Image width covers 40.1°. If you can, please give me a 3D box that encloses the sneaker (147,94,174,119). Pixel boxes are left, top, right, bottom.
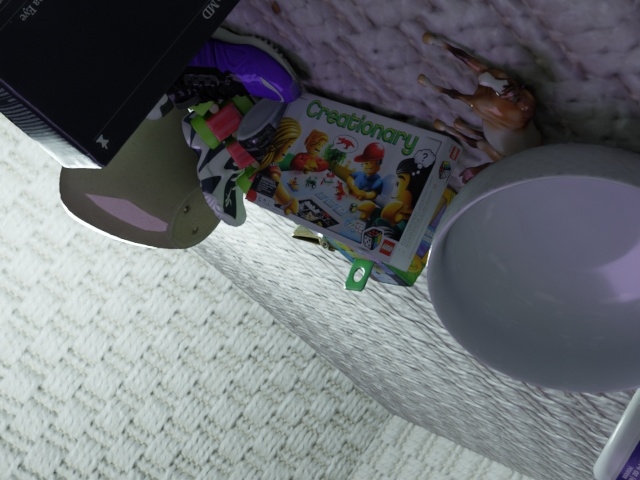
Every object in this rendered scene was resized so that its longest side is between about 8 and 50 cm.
[{"bbox_3d":[-0.486,-0.297,1.508,0.447,0.257,0.169,38,173,-25],"label":"sneaker"}]

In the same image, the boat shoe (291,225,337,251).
[{"bbox_3d":[-0.001,-0.001,2.022,0.153,0.048,0.056,27,164,33],"label":"boat shoe"}]

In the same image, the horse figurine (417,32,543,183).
[{"bbox_3d":[0.201,-0.140,1.040,0.174,0.066,0.263,34,165,35],"label":"horse figurine"}]

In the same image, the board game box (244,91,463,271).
[{"bbox_3d":[0.040,-0.096,1.293,0.305,0.193,0.053,24,179,39],"label":"board game box"}]

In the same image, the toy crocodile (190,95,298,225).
[{"bbox_3d":[-0.125,-0.160,1.545,0.340,0.115,0.105,51,-173,-22],"label":"toy crocodile"}]

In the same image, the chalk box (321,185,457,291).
[{"bbox_3d":[0.100,-0.015,1.381,0.132,0.213,0.132,41,165,-21],"label":"chalk box"}]

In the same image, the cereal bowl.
[{"bbox_3d":[0.299,0.019,1.030,0.339,0.141,0.339,10,133,11],"label":"cereal bowl"}]

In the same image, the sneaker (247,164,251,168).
[{"bbox_3d":[-0.150,-0.159,1.790,0.104,0.095,0.236,48,158,-19],"label":"sneaker"}]

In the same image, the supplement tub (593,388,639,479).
[{"bbox_3d":[0.603,0.339,1.289,0.331,0.241,0.241,30,165,23],"label":"supplement tub"}]

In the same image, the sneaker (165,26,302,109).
[{"bbox_3d":[-0.166,-0.255,1.366,0.293,0.146,0.102,29,165,27],"label":"sneaker"}]

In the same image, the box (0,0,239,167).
[{"bbox_3d":[-0.309,-0.316,1.089,0.312,0.343,0.179,43,163,-26],"label":"box"}]

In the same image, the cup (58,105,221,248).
[{"bbox_3d":[-0.325,-0.113,1.787,0.237,0.331,0.331,36,168,23],"label":"cup"}]

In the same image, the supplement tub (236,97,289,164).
[{"bbox_3d":[-0.041,-0.150,1.479,0.190,0.117,0.117,43,165,-29],"label":"supplement tub"}]

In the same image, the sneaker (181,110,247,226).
[{"bbox_3d":[-0.150,-0.149,1.648,0.094,0.153,0.235,-30,-76,-69],"label":"sneaker"}]

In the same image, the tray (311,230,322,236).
[{"bbox_3d":[0.003,-0.061,1.854,0.145,0.030,0.270,40,166,-19],"label":"tray"}]
